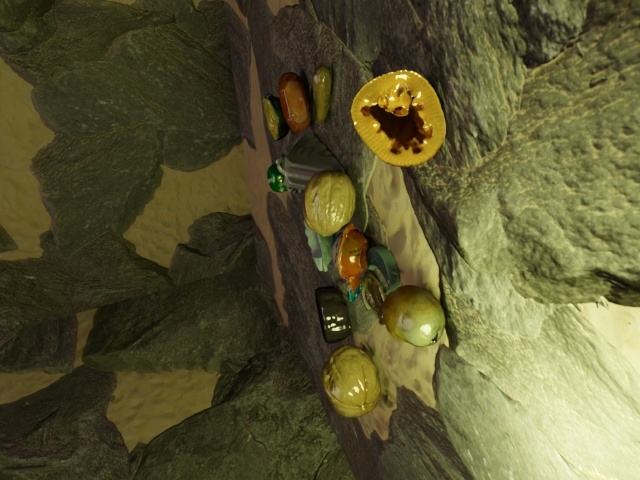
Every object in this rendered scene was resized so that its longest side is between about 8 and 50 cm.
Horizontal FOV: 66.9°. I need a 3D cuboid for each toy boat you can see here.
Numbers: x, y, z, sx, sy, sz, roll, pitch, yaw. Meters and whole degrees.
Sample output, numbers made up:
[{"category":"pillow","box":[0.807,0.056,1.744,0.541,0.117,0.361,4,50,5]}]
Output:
[{"category":"toy boat","box":[0.000,0.000,2.322,0.199,0.100,0.291,-153,51,-69]}]

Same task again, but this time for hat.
[{"category":"hat","box":[0.180,-0.332,1.296,0.233,0.244,0.234,-110,18,-69]}]

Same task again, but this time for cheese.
[{"category":"cheese","box":[0.122,0.089,1.882,0.129,0.217,0.330,10,127,28]}]

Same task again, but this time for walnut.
[{"category":"walnut","box":[0.029,-0.145,1.868,0.225,0.224,0.261,168,110,-74]},{"category":"walnut","box":[0.135,0.627,2.174,0.313,0.251,0.277,-124,13,-58]}]

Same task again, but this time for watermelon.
[{"category":"watermelon","box":[-0.204,-0.617,2.392,0.204,0.127,0.232,-138,34,-62]}]

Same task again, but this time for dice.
[{"category":"dice","box":[-0.217,-0.346,2.676,0.128,0.130,0.120,93,153,-44]}]

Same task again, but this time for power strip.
[{"category":"power strip","box":[0.230,0.094,1.749,0.216,0.044,0.137,-133,32,-58]}]

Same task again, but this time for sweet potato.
[{"category":"sweet potato","box":[0.005,-0.553,1.879,0.273,0.075,0.075,90,158,-53]}]

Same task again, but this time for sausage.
[{"category":"sausage","box":[-0.114,-0.603,2.120,0.133,0.133,0.259,-153,46,-68]}]

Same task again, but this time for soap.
[{"category":"soap","box":[0.014,-0.328,2.092,0.302,0.258,0.159,16,133,18]}]

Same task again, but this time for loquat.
[{"category":"loquat","box":[0.282,0.229,1.474,0.227,0.179,0.180,-161,58,-67]}]

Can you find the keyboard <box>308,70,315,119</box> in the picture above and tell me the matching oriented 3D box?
[{"category":"keyboard","box":[-0.032,-0.572,1.907,0.074,0.015,0.197,72,-157,-69]}]

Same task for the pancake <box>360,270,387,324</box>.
[{"category":"pancake","box":[0.218,0.228,1.936,0.235,0.029,0.212,-140,39,-60]}]

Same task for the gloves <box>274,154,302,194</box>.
[{"category":"gloves","box":[-0.152,-0.342,2.527,0.212,0.111,0.127,47,160,-8]}]

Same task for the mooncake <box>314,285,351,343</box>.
[{"category":"mooncake","box":[0.062,0.356,2.365,0.283,0.141,0.283,170,90,-82]}]
